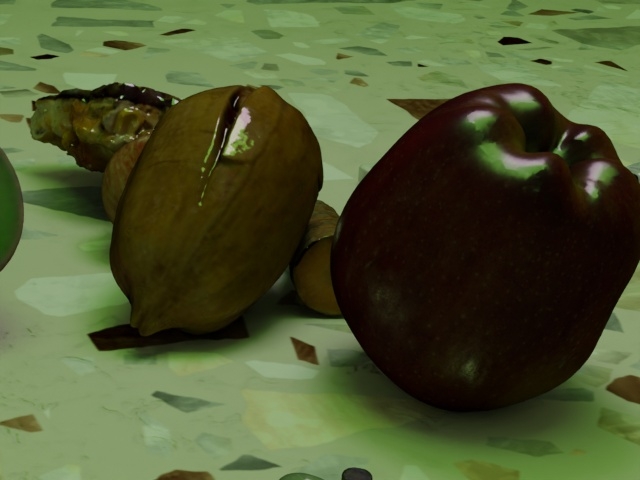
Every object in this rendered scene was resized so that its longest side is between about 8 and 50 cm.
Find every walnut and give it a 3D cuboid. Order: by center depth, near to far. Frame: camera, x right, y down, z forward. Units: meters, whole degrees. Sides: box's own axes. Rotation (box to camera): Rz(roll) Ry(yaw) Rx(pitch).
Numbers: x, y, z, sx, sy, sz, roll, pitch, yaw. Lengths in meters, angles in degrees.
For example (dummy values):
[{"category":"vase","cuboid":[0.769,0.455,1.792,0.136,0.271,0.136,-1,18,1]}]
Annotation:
[{"category":"walnut","cuboid":[-0.118,-0.023,1.678,0.209,0.209,0.336,12,51,20]}]

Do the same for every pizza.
[{"category":"pizza","cuboid":[-0.197,-0.123,2.024,0.408,0.114,0.278,10,-2,9]}]

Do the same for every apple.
[{"category":"apple","cuboid":[0.155,0.012,1.521,0.288,0.317,0.288,19,36,-15]},{"category":"apple","cuboid":[-0.187,-0.054,1.856,0.146,0.146,0.131,1,44,-9]}]

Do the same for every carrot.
[{"category":"carrot","cuboid":[0.000,0.000,1.816,0.102,0.102,0.263,1,19,-9]}]

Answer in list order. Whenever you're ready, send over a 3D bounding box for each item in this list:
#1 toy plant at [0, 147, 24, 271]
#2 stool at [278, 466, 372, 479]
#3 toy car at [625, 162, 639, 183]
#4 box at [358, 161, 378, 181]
[{"category":"toy plant","cuboid":[-0.483,-0.024,1.634,0.317,0.211,0.356,-15,15,-39]},{"category":"stool","cuboid":[0.014,0.229,1.149,0.125,0.121,0.217,-7,27,-24]},{"category":"toy car","cuboid":[0.490,-0.074,2.148,0.080,0.070,0.170,-10,23,-35]},{"category":"box","cuboid":[0.158,-0.065,2.113,0.122,0.032,0.220,-8,24,-30]}]
